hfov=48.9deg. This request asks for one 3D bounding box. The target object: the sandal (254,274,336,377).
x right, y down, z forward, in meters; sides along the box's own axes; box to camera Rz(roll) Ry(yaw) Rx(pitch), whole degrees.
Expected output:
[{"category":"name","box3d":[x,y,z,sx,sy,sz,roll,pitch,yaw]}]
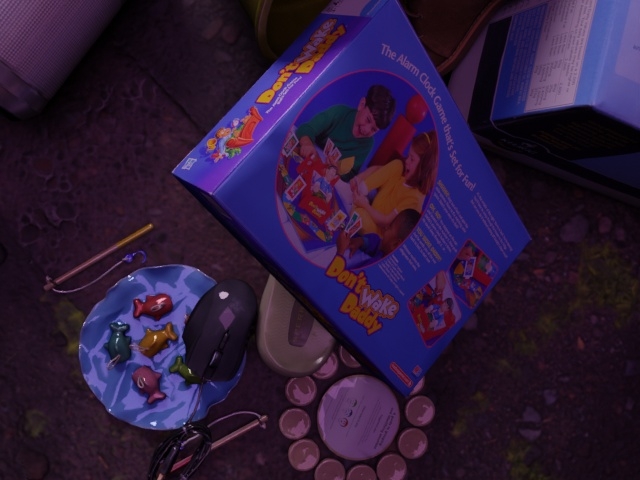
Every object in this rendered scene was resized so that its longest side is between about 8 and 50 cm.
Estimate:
[{"category":"sandal","box3d":[0.001,0.001,0.776,0.120,0.086,0.303,8,83,-9]}]

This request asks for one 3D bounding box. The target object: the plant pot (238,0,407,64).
[{"category":"plant pot","box3d":[-0.004,-0.424,0.679,0.366,0.366,0.353,-34,84,-8]}]

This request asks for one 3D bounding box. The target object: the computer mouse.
[{"category":"computer mouse","box3d":[-0.126,0.156,0.748,0.071,0.041,0.242,19,87,-17]}]

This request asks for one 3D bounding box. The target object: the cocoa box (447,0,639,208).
[{"category":"cocoa box","box3d":[0.345,-0.173,0.724,0.347,0.228,0.231,16,86,-23]}]

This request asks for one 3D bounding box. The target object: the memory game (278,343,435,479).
[{"category":"memory game","box3d":[0.043,0.203,0.817,0.186,0.012,0.186,0,88,-9]}]

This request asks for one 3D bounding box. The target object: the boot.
[{"category":"boot","box3d":[0.114,-0.249,0.696,0.115,0.305,0.112,4,70,-25]}]

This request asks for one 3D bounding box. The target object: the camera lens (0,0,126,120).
[{"category":"camera lens","box3d":[-0.302,-0.271,0.673,0.219,0.219,0.274,36,84,-6]}]

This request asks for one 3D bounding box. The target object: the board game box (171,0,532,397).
[{"category":"board game box","box3d":[0.056,-0.030,0.698,0.233,0.078,0.347,-49,128,-11]}]

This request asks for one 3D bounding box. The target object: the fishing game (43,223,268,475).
[{"category":"fishing game","box3d":[-0.170,0.120,0.774,0.189,0.041,0.264,-27,93,-7]}]
